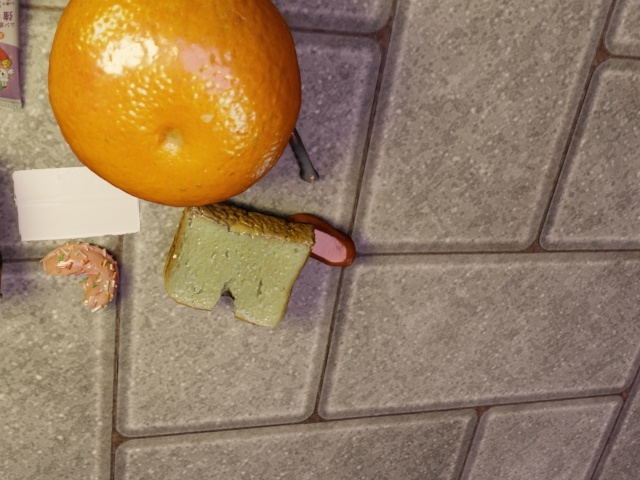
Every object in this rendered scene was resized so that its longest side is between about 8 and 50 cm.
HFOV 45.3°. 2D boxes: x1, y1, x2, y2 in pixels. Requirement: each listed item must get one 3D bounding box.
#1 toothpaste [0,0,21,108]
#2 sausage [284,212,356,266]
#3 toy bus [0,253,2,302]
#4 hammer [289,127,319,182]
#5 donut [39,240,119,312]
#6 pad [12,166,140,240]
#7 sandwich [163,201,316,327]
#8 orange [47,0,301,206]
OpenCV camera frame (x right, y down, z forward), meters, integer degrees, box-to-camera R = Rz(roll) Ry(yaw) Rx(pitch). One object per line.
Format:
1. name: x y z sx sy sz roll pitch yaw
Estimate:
1. toothpaste: -0.546 -0.356 1.271 0.114 0.073 0.299 5 125 -22
2. sausage: 0.000 0.000 1.659 0.179 0.089 0.089 25 109 -19
3. toy bus: -0.656 -0.027 1.365 0.138 0.167 0.275 -8 126 -15
4. hammer: -0.067 -0.234 1.527 0.111 0.033 0.287 -25 125 -3
5. donut: -0.467 0.064 1.544 0.117 0.065 0.166 -44 125 10
6. pad: -0.473 -0.073 1.497 0.232 0.004 0.156 -5 121 -16
7. sandwich: -0.176 0.047 1.583 0.273 0.095 0.249 16 118 -11
8. orange: -0.233 -0.265 1.272 0.424 0.326 0.424 -1 132 -1
